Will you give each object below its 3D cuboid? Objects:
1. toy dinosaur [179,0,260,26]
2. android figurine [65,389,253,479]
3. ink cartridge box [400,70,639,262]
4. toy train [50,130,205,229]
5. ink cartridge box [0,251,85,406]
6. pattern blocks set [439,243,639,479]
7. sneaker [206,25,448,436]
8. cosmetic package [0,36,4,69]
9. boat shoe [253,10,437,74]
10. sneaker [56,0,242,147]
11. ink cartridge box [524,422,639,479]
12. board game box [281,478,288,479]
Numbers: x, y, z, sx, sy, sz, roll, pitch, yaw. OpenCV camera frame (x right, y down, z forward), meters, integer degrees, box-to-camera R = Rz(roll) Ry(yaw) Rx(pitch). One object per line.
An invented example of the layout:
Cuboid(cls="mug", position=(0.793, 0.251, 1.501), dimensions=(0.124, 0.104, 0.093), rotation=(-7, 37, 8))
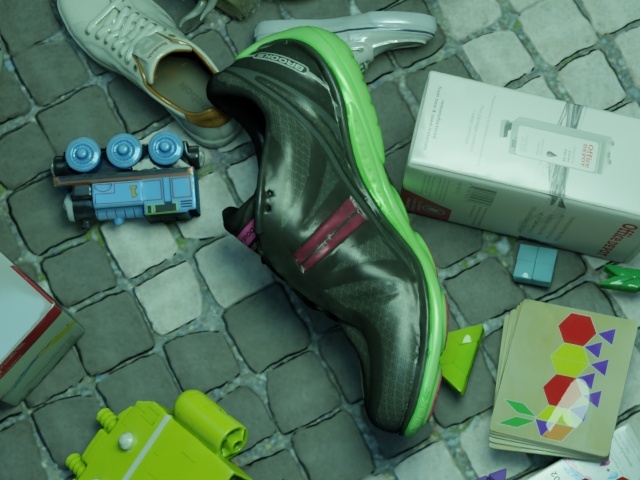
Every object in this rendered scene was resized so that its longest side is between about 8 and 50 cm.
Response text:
Cuboid(cls="toy dinosaur", position=(-0.039, -0.361, 1.681), dimensions=(0.313, 0.121, 0.160), rotation=(-12, 87, -9))
Cuboid(cls="android figurine", position=(-0.180, 0.279, 1.463), dimensions=(0.273, 0.056, 0.248), rotation=(35, 89, 41))
Cuboid(cls="ink cartridge box", position=(0.241, -0.078, 1.539), dimensions=(0.283, 0.207, 0.117), rotation=(13, 77, 3))
Cuboid(cls="toy train", position=(-0.228, -0.070, 1.606), dimensions=(0.184, 0.080, 0.105), rotation=(-5, 81, -1))
Cuboid(cls="ink cartridge box", position=(-0.363, 0.092, 1.512), dimensions=(0.128, 0.176, 0.127), rotation=(40, 81, 11))
Cuboid(cls="pattern blocks set", position=(0.272, 0.162, 1.526), dimensions=(0.285, 0.026, 0.325), rotation=(19, 67, 20))
Cuboid(cls="sneaker", position=(0.000, 0.000, 1.519), dimensions=(0.202, 0.185, 0.483), rotation=(-17, 76, -13))
Cuboid(cls="cosmetic package", position=(-0.488, -0.152, 1.502), dimensions=(0.217, 0.156, 0.385), rotation=(-5, 42, -2))
Cuboid(cls="boat shoe", position=(0.031, -0.233, 1.656), dimensions=(0.226, 0.083, 0.076), rotation=(-2, 86, 11))
Cuboid(cls="sneaker", position=(-0.207, -0.238, 1.629), dimensions=(0.290, 0.123, 0.106), rotation=(39, 80, 11))
Cuboid(cls="ink cartridge box", position=(0.290, 0.295, 1.513), dimensions=(0.181, 0.061, 0.104), rotation=(-28, 75, -7))
Cuboid(cls="board game box", position=(-0.008, 0.436, 1.406), dimensions=(0.232, 0.141, 0.291), rotation=(34, 77, -8))
